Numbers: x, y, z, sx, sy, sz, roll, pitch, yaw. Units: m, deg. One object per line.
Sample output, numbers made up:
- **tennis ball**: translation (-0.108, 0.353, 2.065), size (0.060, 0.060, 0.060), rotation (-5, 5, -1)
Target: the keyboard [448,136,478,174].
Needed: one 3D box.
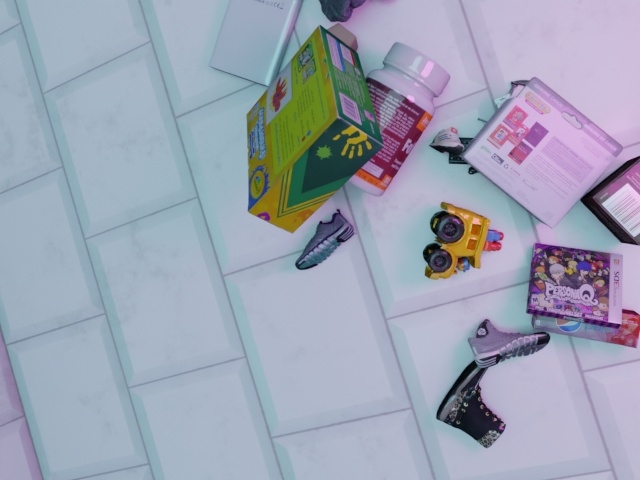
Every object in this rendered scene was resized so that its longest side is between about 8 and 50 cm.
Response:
- **keyboard**: translation (0.467, -0.246, 1.607), size (0.180, 0.023, 0.108), rotation (5, 94, 18)

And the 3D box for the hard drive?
- **hard drive**: translation (-0.202, -0.697, 1.776), size (0.233, 0.047, 0.353), rotation (22, 98, 15)

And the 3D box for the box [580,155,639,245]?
- **box**: translation (0.806, -0.103, 1.415), size (0.167, 0.203, 0.168), rotation (-43, 81, 14)

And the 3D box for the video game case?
- **video game case**: translation (0.689, 0.118, 1.493), size (0.232, 0.042, 0.210), rotation (9, 61, 17)

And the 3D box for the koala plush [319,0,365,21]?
- **koala plush**: translation (0.110, -0.763, 1.619), size (0.221, 0.203, 0.196), rotation (-30, 72, -17)

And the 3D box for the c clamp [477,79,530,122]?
- **c clamp**: translation (0.550, -0.389, 1.573), size (0.137, 0.022, 0.160), rotation (30, 101, 14)

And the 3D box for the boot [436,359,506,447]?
- **boot**: translation (0.472, 0.475, 1.615), size (0.178, 0.085, 0.236), rotation (34, 102, 8)

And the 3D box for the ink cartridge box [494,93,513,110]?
- **ink cartridge box**: translation (0.527, -0.370, 1.557), size (0.048, 0.028, 0.083), rotation (-19, 92, 14)

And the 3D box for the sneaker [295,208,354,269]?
- **sneaker**: translation (0.000, 0.000, 1.747), size (0.224, 0.083, 0.098), rotation (-38, 61, 11)

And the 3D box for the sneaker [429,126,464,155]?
- **sneaker**: translation (0.369, -0.290, 1.572), size (0.057, 0.161, 0.075), rotation (27, 95, -16)

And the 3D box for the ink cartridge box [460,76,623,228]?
- **ink cartridge box**: translation (0.587, -0.237, 1.487), size (0.309, 0.130, 0.272), rotation (40, 103, 0)

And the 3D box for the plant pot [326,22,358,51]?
- **plant pot**: translation (0.054, -0.590, 1.678), size (0.109, 0.109, 0.096), rotation (42, 90, 11)

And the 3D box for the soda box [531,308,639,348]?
- **soda box**: translation (0.728, 0.220, 1.518), size (0.263, 0.083, 0.092), rotation (9, 96, 16)

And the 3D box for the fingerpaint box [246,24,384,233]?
- **fingerpaint box**: translation (-0.037, -0.306, 1.515), size (0.371, 0.163, 0.445), rotation (-42, 38, 31)

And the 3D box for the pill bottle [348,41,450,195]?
- **pill bottle**: translation (0.185, -0.344, 1.583), size (0.224, 0.224, 0.392), rotation (35, 102, 12)

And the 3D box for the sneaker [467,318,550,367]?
- **sneaker**: translation (0.532, 0.271, 1.584), size (0.229, 0.086, 0.132), rotation (-14, 47, -8)

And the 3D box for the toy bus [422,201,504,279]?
- **toy bus**: translation (0.414, 0.017, 1.587), size (0.211, 0.149, 0.220), rotation (13, 99, 0)
